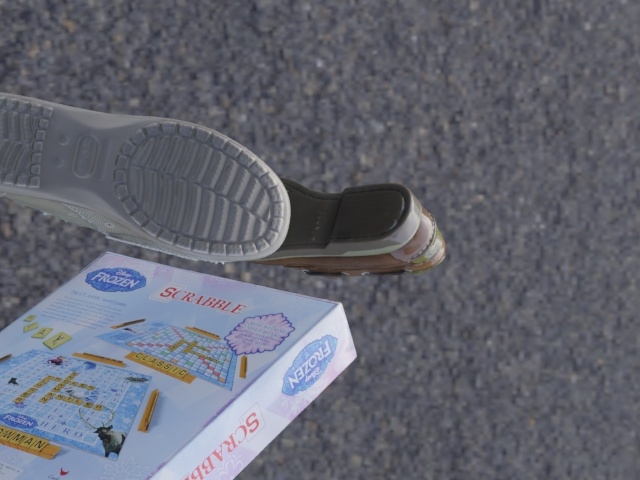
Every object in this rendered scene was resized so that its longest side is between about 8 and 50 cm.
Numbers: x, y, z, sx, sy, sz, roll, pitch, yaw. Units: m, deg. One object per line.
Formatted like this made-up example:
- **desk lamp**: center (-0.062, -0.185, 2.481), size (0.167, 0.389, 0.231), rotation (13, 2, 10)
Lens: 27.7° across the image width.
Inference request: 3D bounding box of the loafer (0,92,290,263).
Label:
- **loafer**: center (-0.154, -0.050, 1.026), size (0.269, 0.092, 0.101), rotation (18, 83, -4)

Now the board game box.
- **board game box**: center (-0.187, 0.140, 1.151), size (0.318, 0.319, 0.065), rotation (-41, 127, -36)

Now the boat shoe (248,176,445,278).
- **boat shoe**: center (0.000, 0.000, 1.500), size (0.104, 0.307, 0.110), rotation (45, 62, -42)
